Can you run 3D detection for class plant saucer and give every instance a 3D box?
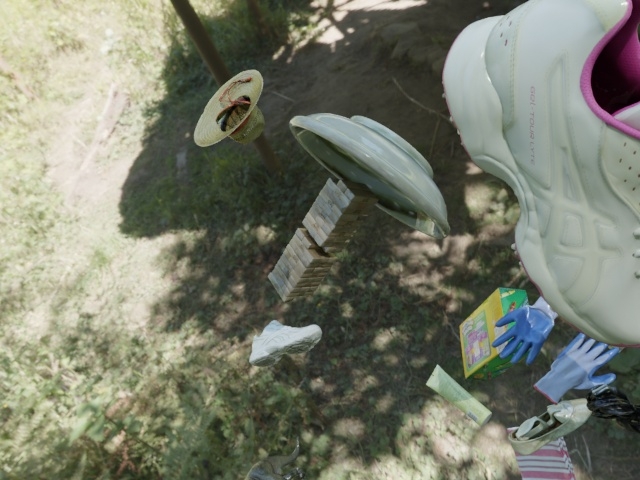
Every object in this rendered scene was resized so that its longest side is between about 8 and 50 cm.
[{"bbox_3d":[0.120,-0.156,0.990,0.100,0.400,0.400,-54,41,0],"label":"plant saucer"}]

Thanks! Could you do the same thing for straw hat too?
[{"bbox_3d":[-0.116,-0.179,0.703,0.145,0.061,0.144,-23,48,27],"label":"straw hat"}]

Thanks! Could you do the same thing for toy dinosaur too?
[{"bbox_3d":[-0.134,0.609,1.158,0.161,0.121,0.313,5,47,18],"label":"toy dinosaur"}]

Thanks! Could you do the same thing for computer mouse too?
[{"bbox_3d":[0.520,0.219,0.625,0.272,0.189,0.072,-14,54,48],"label":"computer mouse"}]

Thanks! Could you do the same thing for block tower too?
[{"bbox_3d":[0.000,0.000,1.137,0.091,0.097,0.335,53,123,32],"label":"block tower"}]

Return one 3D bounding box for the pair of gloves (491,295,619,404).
[{"bbox_3d":[0.419,0.192,0.852,0.159,0.023,0.198,-48,59,8],"label":"pair of gloves"}]

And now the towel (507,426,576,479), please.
[{"bbox_3d":[0.556,0.567,1.184,0.144,0.029,0.196,-33,63,49],"label":"towel"}]

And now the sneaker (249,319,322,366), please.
[{"bbox_3d":[-0.106,0.268,1.332,0.232,0.090,0.115,-24,53,17],"label":"sneaker"}]

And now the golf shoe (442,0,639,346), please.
[{"bbox_3d":[0.212,-0.037,0.350,0.115,0.306,0.140,-45,18,-29],"label":"golf shoe"}]

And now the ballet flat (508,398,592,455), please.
[{"bbox_3d":[0.427,0.341,0.883,0.168,0.052,0.057,-39,16,5],"label":"ballet flat"}]

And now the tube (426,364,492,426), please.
[{"bbox_3d":[0.486,0.548,1.671,0.070,0.062,0.240,-42,52,-16],"label":"tube"}]

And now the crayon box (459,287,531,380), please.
[{"bbox_3d":[0.480,0.266,1.311,0.081,0.278,0.165,6,58,-5],"label":"crayon box"}]

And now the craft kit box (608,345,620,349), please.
[{"bbox_3d":[0.791,0.204,1.387,0.061,0.246,0.250,-41,58,0],"label":"craft kit box"}]
